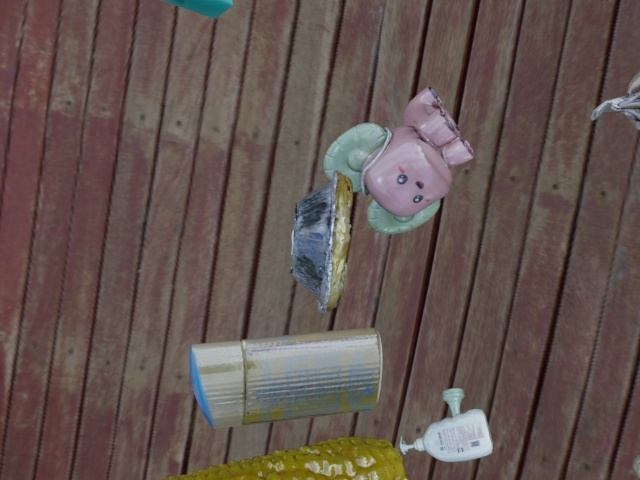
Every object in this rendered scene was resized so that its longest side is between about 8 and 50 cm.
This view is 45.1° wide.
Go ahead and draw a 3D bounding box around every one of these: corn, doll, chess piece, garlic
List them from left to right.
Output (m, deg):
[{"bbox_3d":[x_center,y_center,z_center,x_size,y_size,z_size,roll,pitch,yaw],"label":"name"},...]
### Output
[{"bbox_3d":[-0.086,0.256,0.683,0.363,0.120,0.121,-12,93,-22],"label":"corn"},{"bbox_3d":[0.167,-0.155,1.576,0.268,0.216,0.284,-33,122,16],"label":"doll"},{"bbox_3d":[0.251,0.324,1.429,0.042,0.042,0.093,-8,61,9],"label":"chess piece"},{"bbox_3d":[0.534,-0.228,1.238,0.194,0.127,0.131,-7,123,-6],"label":"garlic"}]

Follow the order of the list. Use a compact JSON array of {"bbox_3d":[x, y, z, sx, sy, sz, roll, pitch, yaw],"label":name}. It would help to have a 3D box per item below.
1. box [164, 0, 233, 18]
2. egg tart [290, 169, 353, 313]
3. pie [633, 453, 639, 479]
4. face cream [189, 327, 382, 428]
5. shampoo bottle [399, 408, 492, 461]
[{"bbox_3d":[-0.201,-0.393,0.938,0.042,0.161,0.227,-26,76,32],"label":"box"},{"bbox_3d":[0.000,0.000,1.231,0.094,0.234,0.234,7,96,-3],"label":"egg tart"},{"bbox_3d":[0.778,0.417,1.491,0.339,0.339,0.077,-17,77,10],"label":"pie"},{"bbox_3d":[-0.051,0.205,1.148,0.285,0.067,0.139,-3,109,-16],"label":"face cream"},{"bbox_3d":[0.205,0.331,1.274,0.151,0.045,0.077,-16,74,11],"label":"shampoo bottle"}]
